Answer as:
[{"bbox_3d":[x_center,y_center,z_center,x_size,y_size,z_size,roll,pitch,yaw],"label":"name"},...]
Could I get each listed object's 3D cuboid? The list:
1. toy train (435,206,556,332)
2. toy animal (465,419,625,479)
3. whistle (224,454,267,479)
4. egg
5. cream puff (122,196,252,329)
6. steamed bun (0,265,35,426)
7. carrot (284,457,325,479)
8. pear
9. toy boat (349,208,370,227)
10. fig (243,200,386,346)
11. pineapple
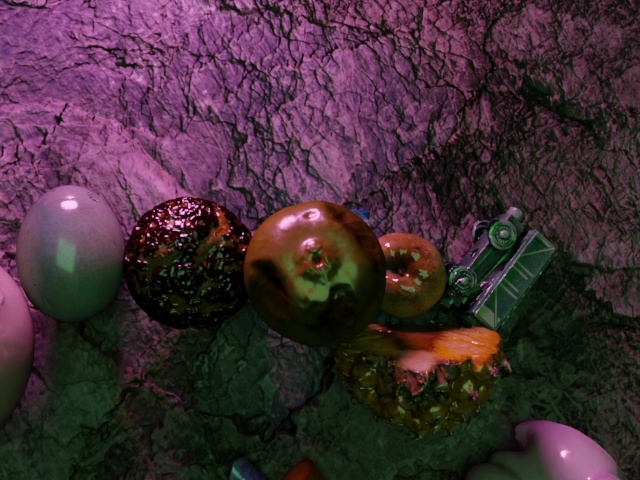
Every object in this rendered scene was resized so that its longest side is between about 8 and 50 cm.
[{"bbox_3d":[0.344,0.059,1.014,0.154,0.115,0.269,43,78,-11],"label":"toy train"},{"bbox_3d":[0.370,0.501,0.893,0.367,0.241,0.196,-31,87,-12],"label":"toy animal"},{"bbox_3d":[-0.066,0.519,0.908,0.062,0.062,0.304,-42,91,-12],"label":"whistle"},{"bbox_3d":[-0.424,0.021,0.853,0.169,0.169,0.237,-8,85,-11],"label":"egg"},{"bbox_3d":[-0.219,0.039,0.870,0.239,0.164,0.239,2,87,-32],"label":"cream puff"},{"bbox_3d":[-0.624,0.164,0.762,0.374,0.241,0.375,0,89,-3],"label":"steamed bun"},{"bbox_3d":[0.015,0.508,0.921,0.072,0.072,0.205,-37,92,-12],"label":"carrot"},{"bbox_3d":[0.161,0.068,0.960,0.167,0.136,0.167,-1,79,7],"label":"pear"},{"bbox_3d":[0.000,0.000,0.971,0.215,0.088,0.102,-9,88,-12],"label":"toy boat"},{"bbox_3d":[-0.011,0.061,0.848,0.239,0.271,0.240,2,74,-7],"label":"fig"},{"bbox_3d":[0.155,0.271,0.846,0.344,0.286,0.209,0,97,9],"label":"pineapple"}]
